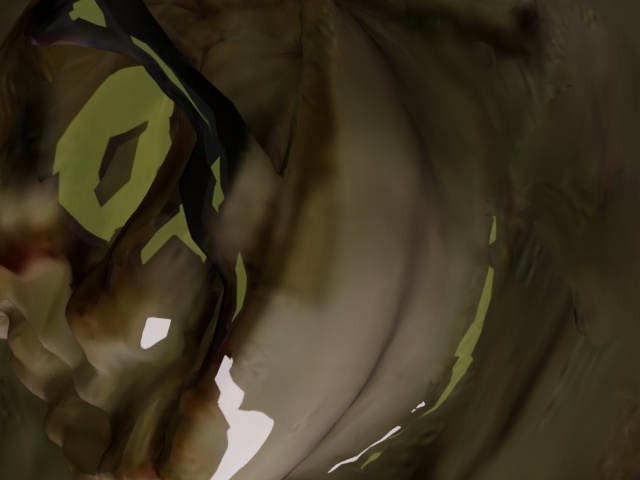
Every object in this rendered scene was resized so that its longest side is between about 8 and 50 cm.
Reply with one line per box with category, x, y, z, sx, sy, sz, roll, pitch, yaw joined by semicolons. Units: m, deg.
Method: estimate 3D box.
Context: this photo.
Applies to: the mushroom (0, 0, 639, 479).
mushroom;0.000;0.000;0.505;0.362;0.294;0.362;-3;84;33
